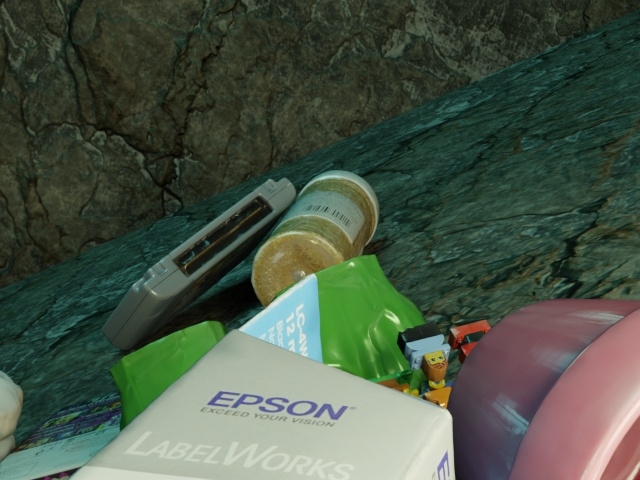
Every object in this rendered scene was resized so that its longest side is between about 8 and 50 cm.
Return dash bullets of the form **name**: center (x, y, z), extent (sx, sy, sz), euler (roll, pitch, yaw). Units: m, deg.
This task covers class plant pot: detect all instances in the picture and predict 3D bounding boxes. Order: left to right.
- **plant pot**: center (0.155, 0.109, 0.603), extent (0.201, 0.201, 0.180), euler (-24, 18, -15)

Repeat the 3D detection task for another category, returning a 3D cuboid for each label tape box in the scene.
- **label tape box**: center (-0.014, 0.186, 0.416), extent (0.115, 0.249, 0.347), euler (3, 20, 23)

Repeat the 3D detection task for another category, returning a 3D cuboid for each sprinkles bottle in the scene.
- **sprinkles bottle**: center (0.000, 0.000, 1.661), extent (0.121, 0.121, 0.355), euler (-18, 11, 14)

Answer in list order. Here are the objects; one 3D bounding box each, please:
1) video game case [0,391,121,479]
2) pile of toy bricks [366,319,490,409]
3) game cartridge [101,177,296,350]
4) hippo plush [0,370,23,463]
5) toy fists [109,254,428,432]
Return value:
- **video game case**: center (-0.207, 0.201, 1.285), extent (0.232, 0.042, 0.210), euler (-17, 12, 18)
- **pile of toy bricks**: center (0.062, 0.147, 0.955), extent (0.212, 0.118, 0.105), euler (-14, 47, -17)
- **game cartridge**: center (-0.170, 0.035, 1.763), extent (0.297, 0.062, 0.198), euler (-40, -9, -39)
- **hippo plush**: center (-0.442, 0.212, 1.253), extent (0.234, 0.294, 0.236), euler (11, 37, 5)
- **toy fists**: center (-0.036, 0.129, 1.078), extent (0.279, 0.142, 0.096), euler (-22, -20, -7)
